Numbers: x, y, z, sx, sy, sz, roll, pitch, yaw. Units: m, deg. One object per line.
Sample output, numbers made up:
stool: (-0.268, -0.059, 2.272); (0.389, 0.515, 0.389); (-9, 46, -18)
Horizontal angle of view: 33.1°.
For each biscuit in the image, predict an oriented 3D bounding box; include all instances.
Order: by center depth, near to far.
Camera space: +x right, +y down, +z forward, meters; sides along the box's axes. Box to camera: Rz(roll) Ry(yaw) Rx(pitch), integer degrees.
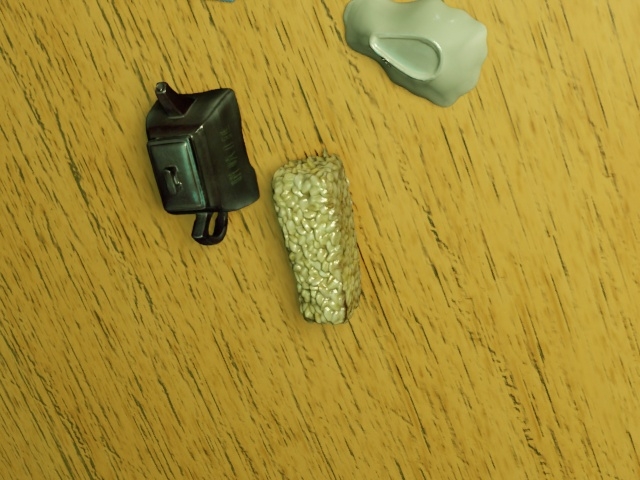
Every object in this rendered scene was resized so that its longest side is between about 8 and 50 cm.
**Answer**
biscuit: (0.000, 0.000, 1.048); (0.070, 0.082, 0.169); (-1, 114, 24)

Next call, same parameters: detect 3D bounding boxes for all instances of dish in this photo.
dish: (0.078, -0.172, 0.959); (0.137, 0.039, 0.091); (25, 121, 7)

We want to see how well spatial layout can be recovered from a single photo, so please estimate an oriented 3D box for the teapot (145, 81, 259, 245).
teapot: (-0.126, -0.075, 1.054); (0.087, 0.096, 0.177); (-3, 114, 22)
